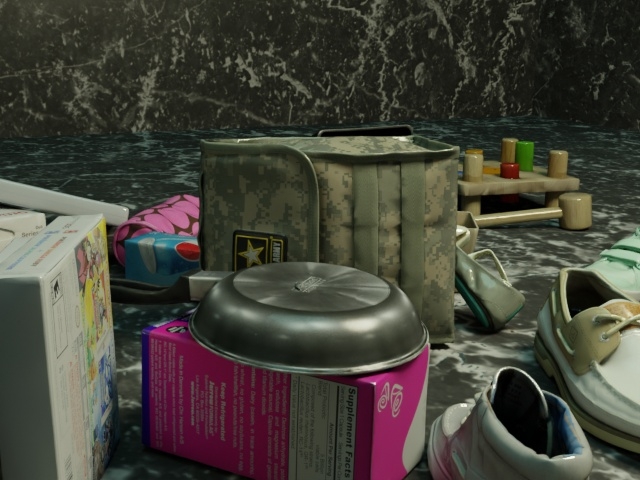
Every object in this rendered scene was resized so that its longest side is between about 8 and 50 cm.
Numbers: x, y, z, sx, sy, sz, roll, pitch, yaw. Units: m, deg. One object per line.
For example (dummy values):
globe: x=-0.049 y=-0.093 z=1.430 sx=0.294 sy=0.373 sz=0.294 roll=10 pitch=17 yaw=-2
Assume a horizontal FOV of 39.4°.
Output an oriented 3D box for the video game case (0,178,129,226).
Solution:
video game case: x=-0.476 y=-0.074 z=1.409 sx=0.329 sy=0.036 sz=0.300 roll=13 pitch=-1 yaw=-16

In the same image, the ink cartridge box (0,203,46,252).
ink cartridge box: x=-0.520 y=-0.001 z=1.277 sx=0.220 sy=0.092 sz=0.160 roll=12 pitch=17 yaw=38

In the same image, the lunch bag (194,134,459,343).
lunch bag: x=0.000 y=0.000 z=1.013 sx=0.287 sy=0.235 sz=0.169 roll=-3 pitch=13 yaw=-14

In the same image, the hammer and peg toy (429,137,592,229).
hammer and peg toy: x=0.348 y=-0.116 z=1.720 sx=0.266 sy=0.127 sz=0.361 roll=-4 pitch=15 yaw=-17

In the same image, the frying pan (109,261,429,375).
frying pan: x=-0.054 y=0.044 z=0.777 sx=0.197 sy=0.053 sz=0.326 roll=-11 pitch=22 yaw=-44

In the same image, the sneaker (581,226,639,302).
sneaker: x=0.436 y=-0.003 z=1.230 sx=0.256 sy=0.151 sz=0.094 roll=-11 pitch=20 yaw=-37

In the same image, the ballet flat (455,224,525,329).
ballet flat: x=0.175 y=0.022 z=1.122 sx=0.068 sy=0.072 sz=0.213 roll=-36 pitch=58 yaw=-5

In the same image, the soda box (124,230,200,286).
soda box: x=-0.156 y=0.038 z=1.188 sx=0.210 sy=0.071 sz=0.067 roll=7 pitch=15 yaw=24

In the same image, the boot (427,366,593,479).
boot: x=0.141 y=0.148 z=0.661 sx=0.095 sy=0.123 sz=0.258 roll=-1 pitch=14 yaw=-7

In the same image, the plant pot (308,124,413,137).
plant pot: x=0.041 y=-0.091 z=1.530 sx=0.188 sy=0.187 sz=0.167 roll=-8 pitch=3 yaw=-31

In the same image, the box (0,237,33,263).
box: x=-0.294 y=0.077 z=0.937 sx=0.103 sy=0.114 sz=0.203 roll=1 pitch=14 yaw=-3

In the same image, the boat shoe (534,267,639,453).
boat shoe: x=0.285 y=0.109 z=0.869 sx=0.113 sy=0.103 sz=0.302 roll=-2 pitch=14 yaw=-10

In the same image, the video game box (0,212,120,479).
video game box: x=-0.196 y=0.098 z=0.677 sx=0.048 sy=0.205 sz=0.187 roll=0 pitch=14 yaw=1

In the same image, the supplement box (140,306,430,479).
supplement box: x=-0.031 y=0.130 z=0.751 sx=0.220 sy=0.113 sz=0.111 roll=10 pitch=16 yaw=26

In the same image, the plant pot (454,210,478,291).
plant pot: x=0.158 y=0.016 z=1.247 sx=0.109 sy=0.096 sz=0.109 roll=2 pitch=13 yaw=4

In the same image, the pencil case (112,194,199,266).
pencil case: x=-0.231 y=-0.012 z=1.362 sx=0.098 sy=0.095 sz=0.209 roll=28 pitch=20 yaw=6
